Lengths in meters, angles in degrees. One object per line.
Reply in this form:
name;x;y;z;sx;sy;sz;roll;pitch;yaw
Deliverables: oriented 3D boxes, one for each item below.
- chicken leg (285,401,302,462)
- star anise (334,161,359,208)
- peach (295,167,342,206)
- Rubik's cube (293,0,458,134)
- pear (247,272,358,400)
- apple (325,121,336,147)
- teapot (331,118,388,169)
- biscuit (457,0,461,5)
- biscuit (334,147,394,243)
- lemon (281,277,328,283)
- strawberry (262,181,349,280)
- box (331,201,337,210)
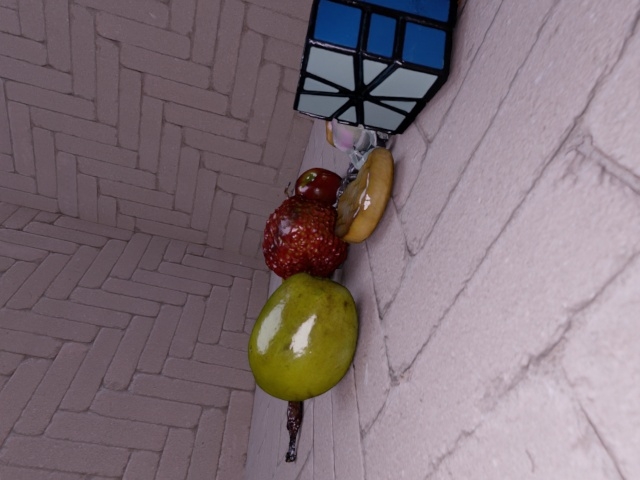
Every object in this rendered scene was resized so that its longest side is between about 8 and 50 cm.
chicken leg;-0.091;0.595;1.361;0.253;0.051;0.105;-88;9;-46
star anise;0.096;-0.172;1.284;0.180;0.061;0.204;-67;11;-21
peach;0.007;-0.175;1.610;0.196;0.226;0.190;-45;46;-5
Rubik's cube;0.107;-0.432;0.894;0.293;0.289;0.282;148;131;-77
pear;-0.039;0.228;0.982;0.253;0.253;0.306;-134;59;-78
apple;0.077;-0.417;1.532;0.146;0.147;0.146;-167;90;-80
teapot;0.126;-0.313;1.160;0.163;0.221;0.178;-31;-22;-30
biscuit;0.280;-0.516;0.868;0.078;0.015;0.090;135;148;-71
biscuit;0.109;-0.094;1.041;0.274;0.091;0.212;142;143;-72
lemon;-0.052;0.120;1.441;0.170;0.170;0.207;-105;33;-69
strawberry;-0.050;-0.030;1.210;0.343;0.293;0.291;85;-169;-60
box;0.019;-0.048;1.480;0.247;0.033;0.129;-36;40;54
